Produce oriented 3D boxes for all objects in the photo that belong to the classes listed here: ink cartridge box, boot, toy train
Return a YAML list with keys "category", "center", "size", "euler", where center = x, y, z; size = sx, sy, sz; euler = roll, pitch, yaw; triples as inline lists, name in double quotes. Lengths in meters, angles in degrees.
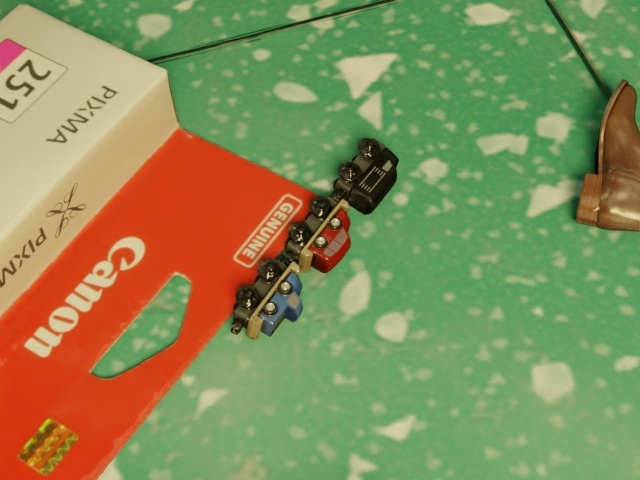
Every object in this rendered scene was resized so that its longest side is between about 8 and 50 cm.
- category: "ink cartridge box"
  center: [-0.171, 0.002, 0.654]
  size: [0.238, 0.060, 0.275]
  euler: [26, 60, 22]
- category: "boot"
  center: [0.220, -0.040, 0.668]
  size: [0.114, 0.037, 0.106]
  euler: [13, 70, 17]
- category: "toy train"
  center: [0.000, 0.000, 0.663]
  size: [0.036, 0.027, 0.158]
  euler: [34, 62, 9]
